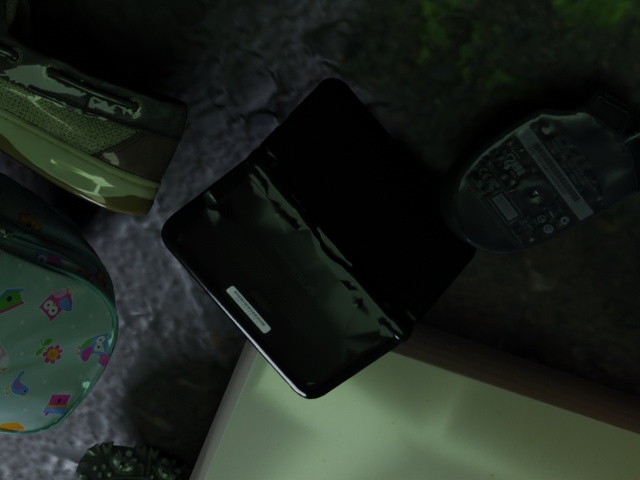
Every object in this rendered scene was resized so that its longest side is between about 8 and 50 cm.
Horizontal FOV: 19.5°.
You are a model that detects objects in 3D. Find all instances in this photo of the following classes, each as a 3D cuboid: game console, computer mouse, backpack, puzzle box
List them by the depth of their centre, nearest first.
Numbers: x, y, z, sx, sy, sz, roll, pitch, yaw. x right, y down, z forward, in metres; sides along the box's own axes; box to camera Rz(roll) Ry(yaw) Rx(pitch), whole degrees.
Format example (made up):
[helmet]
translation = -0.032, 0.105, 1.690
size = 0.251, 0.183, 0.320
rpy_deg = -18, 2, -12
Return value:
[computer mouse]
translation = 0.164, -0.066, 0.919
size = 0.242, 0.041, 0.071
rpy_deg = -28, 115, 20
[game console]
translation = 0.000, 0.000, 0.954
size = 0.107, 0.071, 0.122
rpy_deg = -36, 101, 25
[backpack]
translation = -0.196, 0.026, 0.970
size = 0.182, 0.115, 0.152
rpy_deg = 24, 113, -38
[puzzle box]
translation = 0.026, 0.241, 1.082
size = 0.272, 0.052, 0.409
rpy_deg = 19, 113, -10

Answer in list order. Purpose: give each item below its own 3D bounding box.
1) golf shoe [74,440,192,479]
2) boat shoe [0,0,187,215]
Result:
[golf shoe]
translation = -0.084, 0.192, 1.134
size = 0.176, 0.069, 0.086
rpy_deg = 35, 132, -13
[boat shoe]
translation = -0.168, -0.094, 0.936
size = 0.223, 0.080, 0.073
rpy_deg = 32, 94, 3
